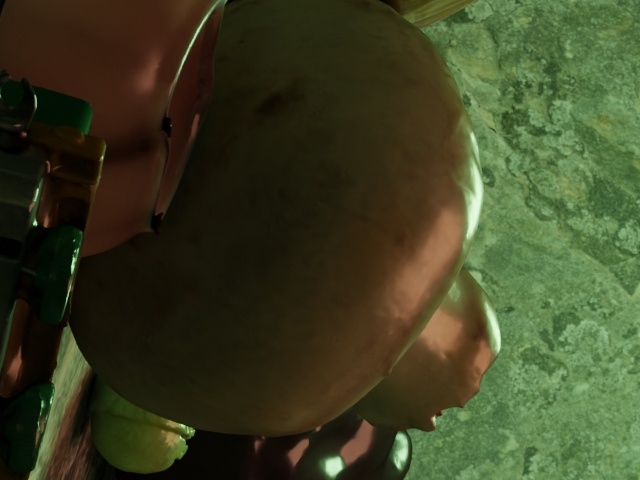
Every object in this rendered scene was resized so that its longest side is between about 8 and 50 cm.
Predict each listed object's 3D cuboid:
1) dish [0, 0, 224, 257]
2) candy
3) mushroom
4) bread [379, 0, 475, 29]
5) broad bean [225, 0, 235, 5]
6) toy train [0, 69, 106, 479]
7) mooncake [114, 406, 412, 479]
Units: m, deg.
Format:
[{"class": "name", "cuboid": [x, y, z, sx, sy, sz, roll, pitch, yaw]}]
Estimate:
[{"class": "dish", "cuboid": [-0.107, -0.079, 1.046, 0.213, 0.090, 0.213, 18, 90, -86]}, {"class": "candy", "cuboid": [-0.114, 0.021, 1.596, 0.093, 0.092, 0.335, 29, 68, -49]}, {"class": "mushroom", "cuboid": [0.000, 0.000, 1.234, 0.297, 0.290, 0.297, -36, -143, 33]}, {"class": "bread", "cuboid": [0.060, -0.287, 1.670, 0.210, 0.110, 0.192, 79, -14, -80]}, {"class": "broad bean", "cuboid": [-0.050, -0.177, 1.562, 0.048, 0.070, 0.213, -19, 139, -63]}, {"class": "toy train", "cuboid": [-0.154, 0.016, 0.902, 0.136, 0.091, 0.227, -84, -171, -60]}, {"class": "mooncake", "cuboid": [-0.040, 0.155, 1.807, 0.350, 0.212, 0.381, -50, 148, -41]}]
